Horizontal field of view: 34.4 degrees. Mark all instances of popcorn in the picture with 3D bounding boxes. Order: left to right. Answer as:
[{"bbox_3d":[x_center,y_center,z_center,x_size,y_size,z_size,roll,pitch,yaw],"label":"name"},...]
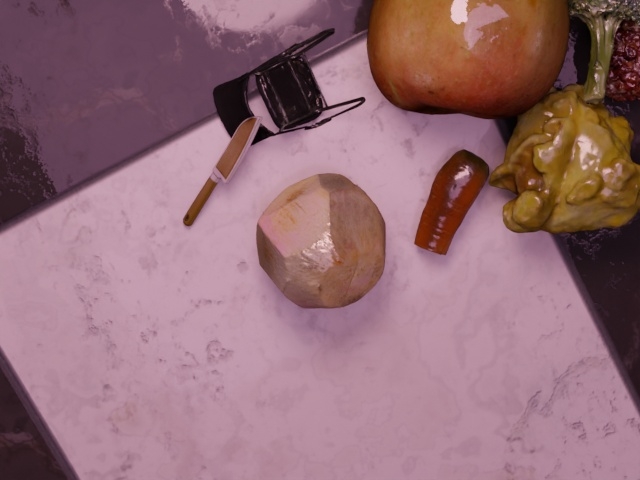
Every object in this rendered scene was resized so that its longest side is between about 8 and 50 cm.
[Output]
[{"bbox_3d":[0.425,-0.138,1.786,0.242,0.235,0.250,5,64,-14],"label":"popcorn"}]

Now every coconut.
[{"bbox_3d":[0.000,0.000,1.792,0.237,0.237,0.197,-42,140,3],"label":"coconut"}]

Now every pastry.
[{"bbox_3d":[0.536,-0.345,1.805,0.097,0.115,0.208,3,102,36],"label":"pastry"}]

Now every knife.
[{"bbox_3d":[-0.168,-0.119,1.803,0.022,0.046,0.256,8,126,-46],"label":"knife"}]

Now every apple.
[{"bbox_3d":[0.235,-0.356,1.677,0.339,0.338,0.305,3,94,-4],"label":"apple"}]

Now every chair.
[{"bbox_3d":[-0.061,-0.254,1.793,0.145,0.221,0.140,-32,101,-42],"label":"chair"}]

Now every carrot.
[{"bbox_3d":[0.228,-0.069,1.845,0.087,0.087,0.193,29,99,-7],"label":"carrot"}]

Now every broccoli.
[{"bbox_3d":[0.459,-0.326,1.701,0.122,0.118,0.204,7,83,-23],"label":"broccoli"}]
